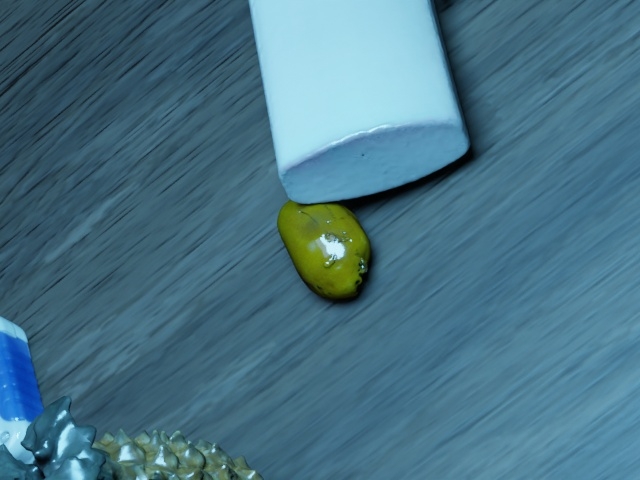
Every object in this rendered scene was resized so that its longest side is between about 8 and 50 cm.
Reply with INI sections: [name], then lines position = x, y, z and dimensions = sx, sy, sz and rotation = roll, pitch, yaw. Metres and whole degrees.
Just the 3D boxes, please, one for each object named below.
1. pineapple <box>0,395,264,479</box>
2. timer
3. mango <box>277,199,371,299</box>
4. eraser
[pineapple]
position = -0.189, 0.238, 1.572
dimensions = 0.223, 0.357, 0.223
rotation = -17, 59, 30
[timer]
position = -0.396, 0.197, 1.911
dimensions = 0.253, 0.078, 0.178
rotation = -32, 54, 16
[mango]
position = 0.000, 0.000, 1.758
dimensions = 0.077, 0.063, 0.127
rotation = -50, 49, 13
[eraser]
position = 0.030, -0.173, 1.787
dimensions = 0.174, 0.095, 0.270
rotation = -17, 51, 8
